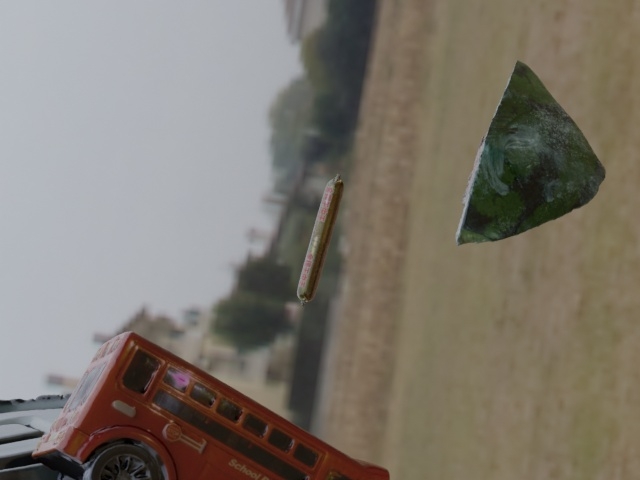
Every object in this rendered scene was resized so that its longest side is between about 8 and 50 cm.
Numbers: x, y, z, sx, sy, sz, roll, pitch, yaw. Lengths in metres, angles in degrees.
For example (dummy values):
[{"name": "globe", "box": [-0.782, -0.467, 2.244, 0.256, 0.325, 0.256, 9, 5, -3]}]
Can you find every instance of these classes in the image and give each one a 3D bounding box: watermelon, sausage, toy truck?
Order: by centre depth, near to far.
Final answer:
[{"name": "toy truck", "box": [-0.045, 0.160, 1.067, 0.114, 0.252, 0.107, -63, 12, -18]}, {"name": "watermelon", "box": [0.140, -0.044, 1.210, 0.080, 0.101, 0.155, -59, -5, 33]}, {"name": "sausage", "box": [0.000, 0.000, 1.263, 0.015, 0.015, 0.100, -93, 19, -88]}]

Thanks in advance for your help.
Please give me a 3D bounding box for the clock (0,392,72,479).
[{"name": "clock", "box": [-0.242, 0.166, 1.225, 0.312, 0.312, 0.061, -87, -9, -86]}]
